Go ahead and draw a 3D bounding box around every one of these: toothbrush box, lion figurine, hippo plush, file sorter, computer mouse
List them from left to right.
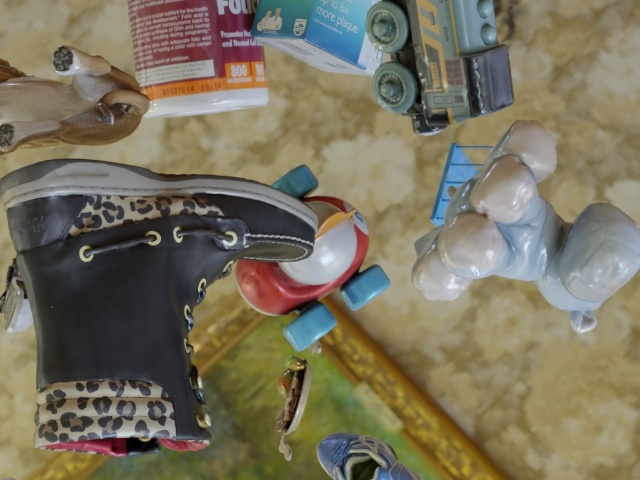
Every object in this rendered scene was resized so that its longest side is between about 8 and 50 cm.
[{"bbox_3d":[-0.449,0.093,1.974,0.042,0.106,0.193,18,-169,-22],"label":"computer mouse"},{"bbox_3d":[-0.314,-0.149,1.471,0.392,0.142,0.240,13,-175,30],"label":"lion figurine"},{"bbox_3d":[0.024,-0.445,2.192,0.126,0.295,0.216,10,175,37],"label":"toothbrush box"},{"bbox_3d":[0.299,-0.086,2.537,0.105,0.170,0.118,3,155,34],"label":"file sorter"},{"bbox_3d":[0.260,0.024,1.635,0.237,0.234,0.294,34,153,-2],"label":"hippo plush"}]

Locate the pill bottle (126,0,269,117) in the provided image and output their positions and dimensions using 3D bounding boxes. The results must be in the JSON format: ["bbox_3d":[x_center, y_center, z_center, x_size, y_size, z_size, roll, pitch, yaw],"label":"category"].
[{"bbox_3d":[-0.215,-0.411,2.219,0.224,0.224,0.392,-160,63,-80],"label":"pill bottle"}]

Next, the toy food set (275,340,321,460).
[{"bbox_3d":[-0.047,0.240,2.048,0.039,0.192,0.132,15,180,-8],"label":"toy food set"}]

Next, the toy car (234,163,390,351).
[{"bbox_3d":[0.000,0.000,1.803,0.219,0.210,0.238,55,154,2],"label":"toy car"}]

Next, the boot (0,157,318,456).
[{"bbox_3d":[-0.150,0.075,1.362,0.377,0.138,0.284,9,-112,-44],"label":"boot"}]

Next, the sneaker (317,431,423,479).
[{"bbox_3d":[0.052,0.273,1.608,0.081,0.080,0.211,39,169,-29],"label":"sneaker"}]

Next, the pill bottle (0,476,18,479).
[{"bbox_3d":[-0.382,0.433,1.847,0.216,0.121,0.121,38,180,-24],"label":"pill bottle"}]

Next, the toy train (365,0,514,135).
[{"bbox_3d":[0.167,-0.314,1.867,0.190,0.142,0.333,2,106,42],"label":"toy train"}]
